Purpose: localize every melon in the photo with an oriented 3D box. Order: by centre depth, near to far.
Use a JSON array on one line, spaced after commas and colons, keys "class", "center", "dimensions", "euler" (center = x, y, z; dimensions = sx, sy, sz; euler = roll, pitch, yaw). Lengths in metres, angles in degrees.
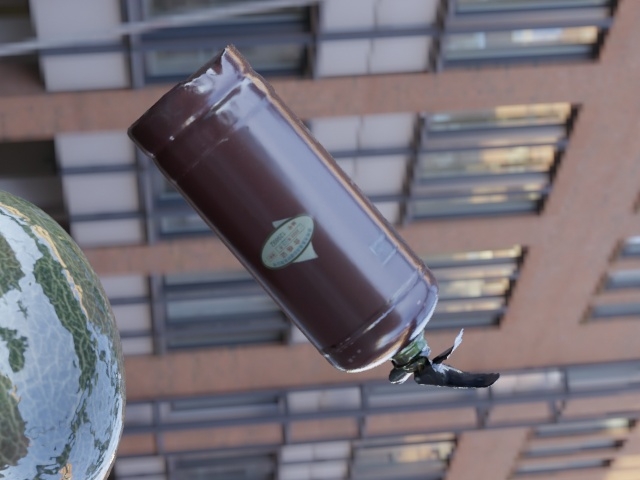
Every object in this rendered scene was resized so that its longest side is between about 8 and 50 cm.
[{"class": "melon", "center": [-0.282, 0.101, 1.267], "dimensions": [0.237, 0.237, 0.302], "euler": [110, -32, -76]}]

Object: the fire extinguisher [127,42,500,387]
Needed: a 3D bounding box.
[{"class": "fire extinguisher", "center": [0.000, 0.000, 1.232], "dimensions": [0.337, 0.114, 0.135], "euler": [49, -30, -7]}]
